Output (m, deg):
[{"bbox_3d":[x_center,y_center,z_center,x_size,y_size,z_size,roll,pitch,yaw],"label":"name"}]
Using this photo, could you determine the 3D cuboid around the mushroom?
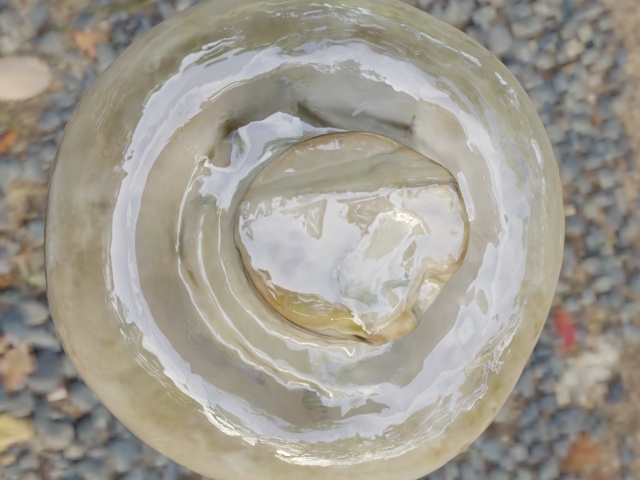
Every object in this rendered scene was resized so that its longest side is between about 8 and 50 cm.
[{"bbox_3d":[0.000,0.000,0.660,0.204,0.204,0.204,12,71,-40],"label":"mushroom"}]
